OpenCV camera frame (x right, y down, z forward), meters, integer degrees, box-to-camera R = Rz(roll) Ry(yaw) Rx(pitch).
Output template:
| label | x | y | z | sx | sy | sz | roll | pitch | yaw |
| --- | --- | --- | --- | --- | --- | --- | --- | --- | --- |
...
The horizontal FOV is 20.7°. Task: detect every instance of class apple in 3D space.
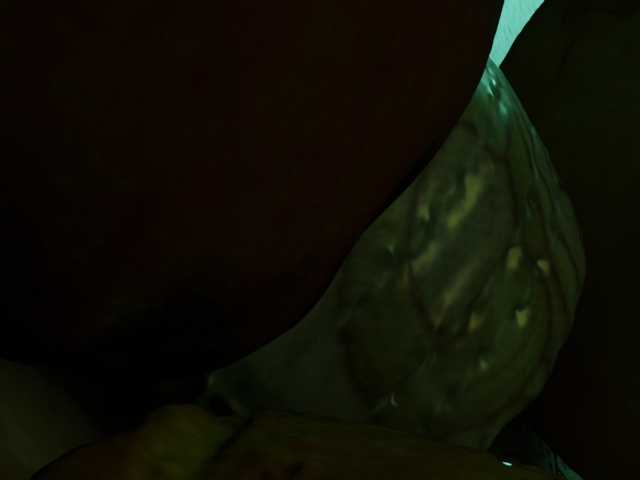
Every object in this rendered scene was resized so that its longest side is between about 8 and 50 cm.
| label | x | y | z | sx | sy | sz | roll | pitch | yaw |
| --- | --- | --- | --- | --- | --- | --- | --- | --- | --- |
| apple | -0.066 | -0.071 | 0.432 | 0.230 | 0.230 | 0.230 | 36 | 47 | -51 |

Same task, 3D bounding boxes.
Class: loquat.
| label | x | y | z | sx | sy | sz | roll | pitch | yaw |
| --- | --- | --- | --- | --- | --- | --- | --- | --- | --- |
| loquat | 0.224 | -0.012 | 0.831 | 0.328 | 0.328 | 0.328 | 36 | 47 | -51 |

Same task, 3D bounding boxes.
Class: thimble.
| label | x | y | z | sx | sy | sz | roll | pitch | yaw |
| --- | --- | --- | --- | --- | --- | --- | --- | --- | --- |
| thimble | 0.000 | 0.000 | 0.598 | 0.143 | 0.137 | 0.190 | 57 | 44 | -31 |

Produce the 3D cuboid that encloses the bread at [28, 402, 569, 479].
| label | x | y | z | sx | sy | sz | roll | pitch | yaw |
| --- | --- | --- | --- | --- | --- | --- | --- | --- | --- |
| bread | -0.001 | 0.196 | 0.438 | 0.312 | 0.172 | 0.312 | 0 | 90 | -70 |
